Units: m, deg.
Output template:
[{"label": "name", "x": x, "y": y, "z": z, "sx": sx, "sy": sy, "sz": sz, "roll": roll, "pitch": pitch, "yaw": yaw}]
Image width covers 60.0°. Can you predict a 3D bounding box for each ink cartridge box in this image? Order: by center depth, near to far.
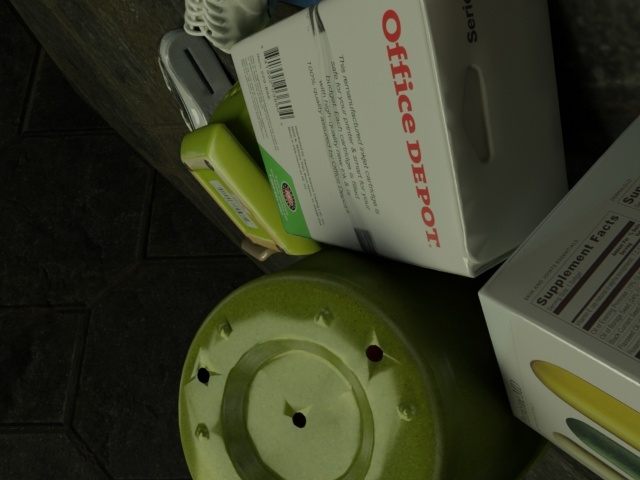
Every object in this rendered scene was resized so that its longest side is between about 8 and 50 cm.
[{"label": "ink cartridge box", "x": 0.053, "y": -0.104, "z": 0.489, "sx": 0.289, "sy": 0.122, "sz": 0.211, "roll": 15, "pitch": 124, "yaw": 58}]

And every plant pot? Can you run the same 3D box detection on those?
[{"label": "plant pot", "x": 0.056, "y": 0.150, "z": 0.578, "sx": 0.366, "sy": 0.366, "sz": 0.353, "roll": 41, "pitch": -165, "yaw": 22}, {"label": "plant pot", "x": -0.046, "y": -0.113, "z": 0.738, "sx": 0.228, "sy": 0.207, "sz": 0.227, "roll": 51, "pitch": 165, "yaw": -21}]

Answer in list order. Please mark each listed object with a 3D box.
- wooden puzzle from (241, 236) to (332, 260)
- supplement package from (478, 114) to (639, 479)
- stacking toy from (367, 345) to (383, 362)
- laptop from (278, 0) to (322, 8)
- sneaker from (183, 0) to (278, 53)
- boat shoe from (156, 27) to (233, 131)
[{"label": "wooden puzzle", "x": 0.000, "y": 0.000, "z": 0.924, "sx": 0.221, "sy": 0.239, "sz": 0.044, "roll": -162, "pitch": 72, "yaw": -73}, {"label": "supplement package", "x": 0.278, "y": 0.079, "z": 0.346, "sx": 0.263, "sy": 0.198, "sz": 0.199, "roll": 33, "pitch": 161, "yaw": 42}, {"label": "stacking toy", "x": 0.092, "y": 0.287, "z": 0.871, "sx": 0.350, "sy": 0.480, "sz": 0.350, "roll": 43, "pitch": 166, "yaw": 14}, {"label": "laptop", "x": -0.217, "y": -0.360, "z": 0.518, "sx": 0.382, "sy": 0.408, "sz": 0.236, "roll": 33, "pitch": 128, "yaw": 39}, {"label": "sneaker", "x": -0.093, "y": -0.235, "z": 0.538, "sx": 0.094, "sy": 0.091, "sz": 0.258, "roll": 28, "pitch": -172, "yaw": 2}, {"label": "boat shoe", "x": -0.197, "y": -0.242, "z": 1.052, "sx": 0.119, "sy": 0.121, "sz": 0.335, "roll": 39, "pitch": 155, "yaw": 57}]
